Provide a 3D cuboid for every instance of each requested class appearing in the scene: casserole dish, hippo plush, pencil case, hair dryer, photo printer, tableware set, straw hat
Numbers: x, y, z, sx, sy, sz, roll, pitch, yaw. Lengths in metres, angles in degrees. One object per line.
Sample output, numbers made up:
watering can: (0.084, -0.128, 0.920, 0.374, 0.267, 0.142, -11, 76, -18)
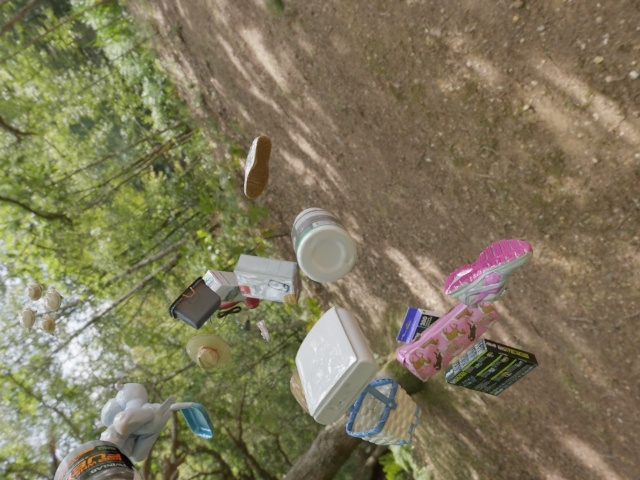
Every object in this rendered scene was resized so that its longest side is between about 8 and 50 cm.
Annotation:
casserole dish: (-0.477, 0.699, 1.803, 0.114, 0.037, 0.188, -1, 120, 27)
hippo plush: (-0.668, 0.596, 1.609, 0.237, 0.294, 0.234, 32, 166, 35)
pencil case: (0.461, 0.346, 1.682, 0.167, 0.386, 0.160, 48, -179, 5)
hair dryer: (-0.417, 0.307, 2.306, 0.224, 0.293, 0.080, 17, 173, -20)
photo printer: (0.036, 0.365, 1.428, 0.107, 0.256, 0.307, 28, -163, -25)
tableware set: (-0.847, 0.207, 1.393, 0.141, 0.168, 0.020, 21, -172, 14)
straw hat: (-0.345, 0.359, 1.406, 0.144, 0.145, 0.061, 57, -164, -26)

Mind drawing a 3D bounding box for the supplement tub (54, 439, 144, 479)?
supplement tub: (-0.606, 0.704, 1.274, 0.338, 0.207, 0.207, -5, 125, 53)

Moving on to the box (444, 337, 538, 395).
box: (0.487, 0.369, 1.323, 0.184, 0.190, 0.045, 20, -141, -13)

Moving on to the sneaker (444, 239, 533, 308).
sneaker: (0.453, 0.092, 1.207, 0.111, 0.102, 0.252, 40, 128, -12)

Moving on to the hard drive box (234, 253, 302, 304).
hard drive box: (-0.199, 0.153, 1.794, 0.233, 0.089, 0.181, 8, 143, 11)

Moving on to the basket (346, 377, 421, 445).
basket: (0.157, 0.543, 1.510, 0.289, 0.201, 0.255, 33, 147, -14)

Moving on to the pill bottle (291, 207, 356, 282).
pill bottle: (0.000, 0.000, 1.688, 0.204, 0.204, 0.361, 55, -177, -18)

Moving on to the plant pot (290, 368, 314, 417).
plant pot: (-0.009, 0.754, 2.236, 0.237, 0.237, 0.254, 56, 176, -19)

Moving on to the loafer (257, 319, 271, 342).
loafer: (-0.269, 0.439, 2.200, 0.045, 0.039, 0.125, 78, 169, -51)

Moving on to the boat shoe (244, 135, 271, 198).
boat shoe: (-0.282, -0.318, 2.017, 0.098, 0.276, 0.096, 15, 178, -33)

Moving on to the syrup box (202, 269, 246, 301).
syrup box: (-0.387, 0.191, 1.901, 0.096, 0.093, 0.237, 45, -166, 26)

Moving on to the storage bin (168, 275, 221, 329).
storage bin: (-0.353, 0.184, 1.325, 0.091, 0.135, 0.098, 33, 149, 12)

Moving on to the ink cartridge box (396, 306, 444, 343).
ink cartridge box: (0.503, 0.438, 2.254, 0.209, 0.206, 0.045, 12, -158, -5)
